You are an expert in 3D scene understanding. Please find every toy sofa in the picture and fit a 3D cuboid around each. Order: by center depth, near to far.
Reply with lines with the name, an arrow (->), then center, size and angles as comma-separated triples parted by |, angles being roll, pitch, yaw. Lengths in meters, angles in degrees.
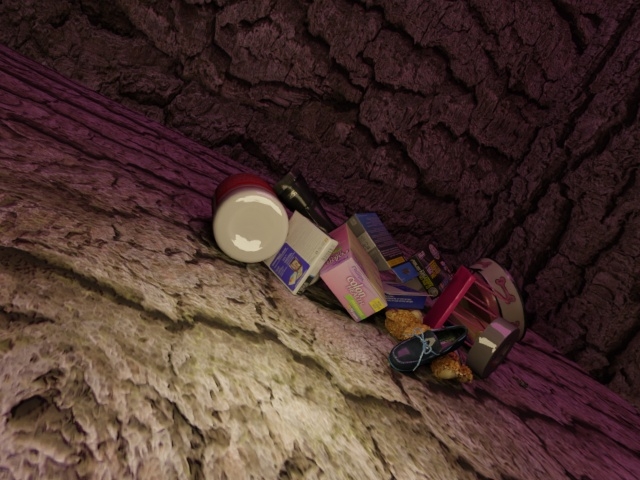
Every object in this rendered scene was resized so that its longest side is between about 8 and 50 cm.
toy sofa -> 0.636, 0.382, 2.046 | 0.150, 0.177, 0.362 | 1, 19, -15

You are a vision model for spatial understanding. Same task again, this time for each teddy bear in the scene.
teddy bear -> 0.351, 0.328, 1.526 | 0.245, 0.113, 0.338 | 27, 11, -27

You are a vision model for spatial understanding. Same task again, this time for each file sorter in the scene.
file sorter -> 0.542, 0.278, 1.803 | 0.182, 0.291, 0.202 | 33, 10, 1

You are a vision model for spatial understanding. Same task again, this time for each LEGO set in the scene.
LEGO set -> 0.796, 0.564, 1.886 | 0.054, 0.024, 0.083 | 32, -3, -2

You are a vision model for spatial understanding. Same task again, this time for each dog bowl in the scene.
dog bowl -> 0.764, 0.292, 2.202 | 0.150, 0.408, 0.408 | -17, 23, -9

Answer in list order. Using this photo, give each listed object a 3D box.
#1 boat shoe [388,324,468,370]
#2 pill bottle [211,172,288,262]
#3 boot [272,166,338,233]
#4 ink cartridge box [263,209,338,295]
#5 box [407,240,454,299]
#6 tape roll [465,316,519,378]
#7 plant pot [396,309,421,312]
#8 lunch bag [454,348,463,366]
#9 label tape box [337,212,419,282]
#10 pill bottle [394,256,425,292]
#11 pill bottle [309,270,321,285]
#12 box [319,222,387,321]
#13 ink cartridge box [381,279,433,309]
boat shoe -> 0.306, 0.286, 1.356 | 0.258, 0.089, 0.109 | -18, 57, -29
pill bottle -> -0.246, -0.098, 1.584 | 0.228, 0.229, 0.408 | 26, 11, -20
boot -> -0.002, -0.068, 1.860 | 0.445, 0.146, 0.367 | 48, 9, -7
ink cartridge box -> -0.069, 0.036, 1.498 | 0.045, 0.206, 0.208 | 28, 9, -46
box -> 0.519, 0.135, 2.222 | 0.216, 0.060, 0.270 | 58, 31, 4
tape roll -> 0.607, 0.379, 1.683 | 0.072, 0.219, 0.219 | 37, 12, 35
plant pot -> 0.322, 0.290, 1.724 | 0.081, 0.081, 0.083 | 27, 17, -17
lunch bag -> 0.462, 0.398, 1.659 | 0.083, 0.053, 0.071 | 40, 12, 4
label tape box -> 0.241, 0.048, 1.959 | 0.334, 0.106, 0.240 | 57, 25, 13
pill bottle -> 0.477, 0.174, 2.398 | 0.187, 0.188, 0.334 | 33, 11, 16
pill bottle -> -0.026, 0.091, 1.617 | 0.112, 0.112, 0.186 | 32, 11, 14
box -> 0.100, 0.101, 1.556 | 0.214, 0.117, 0.243 | 53, 14, -24
ink cartridge box -> 0.251, 0.192, 1.691 | 0.165, 0.065, 0.332 | 5, 2, -13
